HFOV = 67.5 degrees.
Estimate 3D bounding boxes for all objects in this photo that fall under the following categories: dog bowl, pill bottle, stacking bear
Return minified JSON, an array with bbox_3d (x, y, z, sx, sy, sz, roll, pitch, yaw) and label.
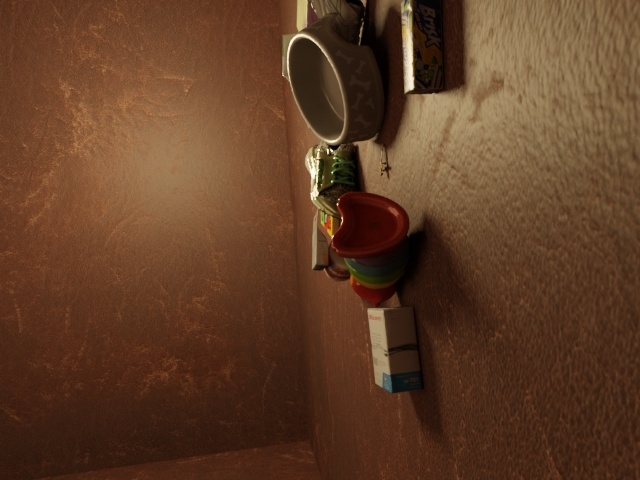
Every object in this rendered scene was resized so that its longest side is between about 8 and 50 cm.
[{"bbox_3d":[0.027,-0.416,1.290,0.348,0.102,0.348,52,159,30],"label":"dog bowl"},{"bbox_3d":[0.073,0.065,1.576,0.216,0.121,0.121,109,155,-69],"label":"pill bottle"},{"bbox_3d":[0.127,0.046,1.137,0.288,0.165,0.175,79,-163,-52],"label":"stacking bear"}]

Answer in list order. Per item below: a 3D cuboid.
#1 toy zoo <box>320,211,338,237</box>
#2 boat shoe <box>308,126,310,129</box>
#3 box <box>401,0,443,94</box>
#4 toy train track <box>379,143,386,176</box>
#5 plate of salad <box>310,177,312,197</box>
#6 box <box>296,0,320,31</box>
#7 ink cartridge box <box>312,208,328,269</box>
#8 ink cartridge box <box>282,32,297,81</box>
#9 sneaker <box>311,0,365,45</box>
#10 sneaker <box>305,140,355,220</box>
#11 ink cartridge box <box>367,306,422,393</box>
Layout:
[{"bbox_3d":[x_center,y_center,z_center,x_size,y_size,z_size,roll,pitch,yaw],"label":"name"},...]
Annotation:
[{"bbox_3d":[0.038,-0.130,1.982,0.293,0.030,0.192,-121,28,-71],"label":"toy zoo"},{"bbox_3d":[-0.025,-0.519,2.088,0.170,0.063,0.059,115,155,-70],"label":"boat shoe"},{"bbox_3d":[0.185,-0.357,0.874,0.054,0.059,0.168,-148,54,-77],"label":"box"},{"bbox_3d":[0.162,-0.208,1.238,0.048,0.014,0.083,-120,32,-85],"label":"toy train track"},{"bbox_3d":[-0.019,-0.267,2.226,0.200,0.048,0.199,-177,90,-88],"label":"plate of salad"},{"bbox_3d":[-0.009,-0.814,1.679,0.242,0.118,0.213,-103,13,-46],"label":"box"},{"bbox_3d":[0.000,0.000,1.530,0.145,0.045,0.179,121,153,-78],"label":"ink cartridge box"},{"bbox_3d":[-0.071,-0.703,1.909,0.219,0.093,0.160,-4,-86,-72],"label":"ink cartridge box"},{"bbox_3d":[0.064,-0.597,1.334,0.111,0.130,0.297,-58,-39,-38],"label":"sneaker"},{"bbox_3d":[0.054,-0.228,1.557,0.410,0.158,0.182,-109,34,-41],"label":"sneaker"},{"bbox_3d":[0.176,0.257,1.155,0.139,0.082,0.190,142,124,-79],"label":"ink cartridge box"}]
